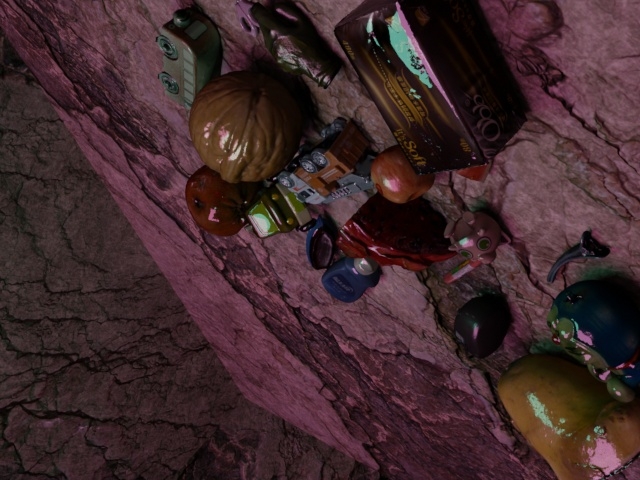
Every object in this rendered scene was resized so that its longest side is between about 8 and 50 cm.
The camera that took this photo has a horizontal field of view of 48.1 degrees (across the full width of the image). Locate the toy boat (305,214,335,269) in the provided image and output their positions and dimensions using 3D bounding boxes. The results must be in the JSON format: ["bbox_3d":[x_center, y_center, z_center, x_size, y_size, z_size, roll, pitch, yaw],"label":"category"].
[{"bbox_3d":[0.000,0.000,2.301,0.223,0.100,0.097,92,163,-49],"label":"toy boat"}]

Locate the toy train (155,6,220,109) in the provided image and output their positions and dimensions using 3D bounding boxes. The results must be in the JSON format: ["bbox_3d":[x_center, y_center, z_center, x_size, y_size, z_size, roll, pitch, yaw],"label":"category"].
[{"bbox_3d":[-0.371,-0.510,2.035,0.159,0.129,0.326,34,151,9],"label":"toy train"}]

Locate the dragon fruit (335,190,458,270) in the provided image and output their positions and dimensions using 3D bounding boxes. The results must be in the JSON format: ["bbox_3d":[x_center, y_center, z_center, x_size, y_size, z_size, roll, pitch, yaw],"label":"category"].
[{"bbox_3d":[0.172,0.030,1.942,0.286,0.228,0.329,45,151,-4],"label":"dragon fruit"}]

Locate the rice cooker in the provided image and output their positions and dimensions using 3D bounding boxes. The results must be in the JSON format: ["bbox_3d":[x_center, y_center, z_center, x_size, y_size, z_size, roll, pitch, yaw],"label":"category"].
[{"bbox_3d":[0.439,0.240,1.966,0.118,0.142,0.203,41,155,34],"label":"rice cooker"}]

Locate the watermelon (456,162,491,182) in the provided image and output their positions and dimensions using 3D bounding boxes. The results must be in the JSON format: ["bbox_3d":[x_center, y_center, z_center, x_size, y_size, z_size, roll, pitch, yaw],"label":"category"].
[{"bbox_3d":[0.329,-0.172,1.582,0.125,0.094,0.135,-6,130,47],"label":"watermelon"}]

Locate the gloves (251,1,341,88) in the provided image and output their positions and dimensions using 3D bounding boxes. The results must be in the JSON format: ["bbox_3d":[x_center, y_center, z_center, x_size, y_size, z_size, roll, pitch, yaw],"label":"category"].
[{"bbox_3d":[-0.067,-0.469,1.708,0.268,0.107,0.135,43,123,7],"label":"gloves"}]

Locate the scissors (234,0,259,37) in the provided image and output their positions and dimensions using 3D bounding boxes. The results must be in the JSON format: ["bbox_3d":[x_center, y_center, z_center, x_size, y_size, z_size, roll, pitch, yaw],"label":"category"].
[{"bbox_3d":[-0.216,-0.609,1.796,0.212,0.021,0.110,50,151,-13],"label":"scissors"}]

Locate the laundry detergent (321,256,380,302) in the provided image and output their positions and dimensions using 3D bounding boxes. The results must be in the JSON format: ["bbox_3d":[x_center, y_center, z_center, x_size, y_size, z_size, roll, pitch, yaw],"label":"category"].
[{"bbox_3d":[0.107,0.110,2.287,0.143,0.094,0.290,42,154,-1],"label":"laundry detergent"}]

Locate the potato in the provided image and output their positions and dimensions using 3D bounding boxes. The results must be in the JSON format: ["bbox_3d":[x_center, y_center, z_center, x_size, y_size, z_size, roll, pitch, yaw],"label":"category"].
[{"bbox_3d":[0.610,0.423,1.810,0.296,0.290,0.397,44,173,6],"label":"potato"}]

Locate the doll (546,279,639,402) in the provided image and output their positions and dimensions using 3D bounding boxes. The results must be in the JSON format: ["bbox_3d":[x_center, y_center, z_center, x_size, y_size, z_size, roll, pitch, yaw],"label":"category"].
[{"bbox_3d":[0.634,0.208,1.608,0.322,0.186,0.198,41,-170,-32],"label":"doll"}]

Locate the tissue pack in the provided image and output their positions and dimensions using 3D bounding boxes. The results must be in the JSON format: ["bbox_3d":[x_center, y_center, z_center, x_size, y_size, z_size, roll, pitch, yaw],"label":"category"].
[{"bbox_3d":[0.222,-0.323,1.399,0.210,0.198,0.370,-5,126,51],"label":"tissue pack"}]

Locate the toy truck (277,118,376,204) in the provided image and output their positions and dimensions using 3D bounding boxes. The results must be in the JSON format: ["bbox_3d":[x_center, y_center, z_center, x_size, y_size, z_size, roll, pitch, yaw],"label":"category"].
[{"bbox_3d":[0.020,-0.186,1.955,0.184,0.133,0.338,41,152,-14],"label":"toy truck"}]

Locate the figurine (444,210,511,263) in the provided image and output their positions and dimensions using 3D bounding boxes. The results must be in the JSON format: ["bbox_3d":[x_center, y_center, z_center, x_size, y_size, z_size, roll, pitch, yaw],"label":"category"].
[{"bbox_3d":[0.373,-0.007,1.723,0.138,0.125,0.125,39,158,-26],"label":"figurine"}]

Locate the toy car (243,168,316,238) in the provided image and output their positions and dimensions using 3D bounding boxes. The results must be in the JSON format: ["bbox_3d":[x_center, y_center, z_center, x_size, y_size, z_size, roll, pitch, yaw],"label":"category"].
[{"bbox_3d":[-0.147,-0.087,2.187,0.204,0.198,0.248,59,174,-9],"label":"toy car"}]

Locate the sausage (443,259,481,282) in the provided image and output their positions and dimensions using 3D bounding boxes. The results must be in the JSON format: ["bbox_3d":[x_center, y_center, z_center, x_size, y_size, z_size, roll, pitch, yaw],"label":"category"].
[{"bbox_3d":[0.386,0.076,1.925,0.029,0.029,0.223,44,153,1],"label":"sausage"}]

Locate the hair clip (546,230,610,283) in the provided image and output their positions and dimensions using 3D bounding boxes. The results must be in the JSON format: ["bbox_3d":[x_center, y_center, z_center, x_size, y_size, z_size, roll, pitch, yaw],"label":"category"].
[{"bbox_3d":[0.568,0.045,1.632,0.070,0.039,0.229,42,158,6],"label":"hair clip"}]

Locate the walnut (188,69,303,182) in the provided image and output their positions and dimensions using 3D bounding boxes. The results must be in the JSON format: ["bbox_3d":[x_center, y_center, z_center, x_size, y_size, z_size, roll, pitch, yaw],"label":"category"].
[{"bbox_3d":[-0.204,-0.300,1.932,0.333,0.333,0.333,33,151,21],"label":"walnut"}]

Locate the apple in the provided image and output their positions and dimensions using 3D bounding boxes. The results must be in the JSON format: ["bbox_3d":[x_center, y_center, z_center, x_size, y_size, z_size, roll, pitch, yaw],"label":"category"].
[{"bbox_3d":[0.199,-0.158,1.723,0.131,0.146,0.146,59,158,21],"label":"apple"}]

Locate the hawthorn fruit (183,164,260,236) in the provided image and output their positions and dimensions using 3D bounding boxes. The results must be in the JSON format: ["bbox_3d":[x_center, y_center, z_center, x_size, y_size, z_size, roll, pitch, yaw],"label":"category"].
[{"bbox_3d":[-0.320,-0.145,2.368,0.258,0.258,0.262,64,178,-34],"label":"hawthorn fruit"}]
